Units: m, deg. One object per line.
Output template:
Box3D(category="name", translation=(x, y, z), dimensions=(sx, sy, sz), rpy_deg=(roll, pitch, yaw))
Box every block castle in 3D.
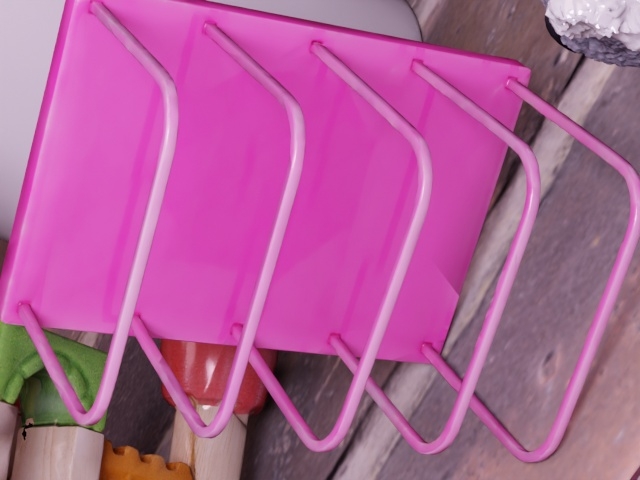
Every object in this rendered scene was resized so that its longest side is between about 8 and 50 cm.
Box3D(category="block castle", translation=(-0.268, 0.067, 1.115), dimensions=(0.303, 0.453, 0.213), rpy_deg=(-5, 70, 35))

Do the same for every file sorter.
Box3D(category="file sorter", translation=(0.000, 0.000, 0.935), dimensions=(0.182, 0.290, 0.202), rpy_deg=(47, 125, 57))

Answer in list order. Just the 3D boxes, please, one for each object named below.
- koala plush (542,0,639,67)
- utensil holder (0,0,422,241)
Box3D(category="koala plush", translation=(0.189, -0.128, 0.824), dimensions=(0.203, 0.221, 0.196), rpy_deg=(-33, 40, 44))
Box3D(category="utensil holder", translation=(-0.165, -0.139, 1.269), dimensions=(0.327, 0.385, 0.328), rpy_deg=(-39, 37, 38))
